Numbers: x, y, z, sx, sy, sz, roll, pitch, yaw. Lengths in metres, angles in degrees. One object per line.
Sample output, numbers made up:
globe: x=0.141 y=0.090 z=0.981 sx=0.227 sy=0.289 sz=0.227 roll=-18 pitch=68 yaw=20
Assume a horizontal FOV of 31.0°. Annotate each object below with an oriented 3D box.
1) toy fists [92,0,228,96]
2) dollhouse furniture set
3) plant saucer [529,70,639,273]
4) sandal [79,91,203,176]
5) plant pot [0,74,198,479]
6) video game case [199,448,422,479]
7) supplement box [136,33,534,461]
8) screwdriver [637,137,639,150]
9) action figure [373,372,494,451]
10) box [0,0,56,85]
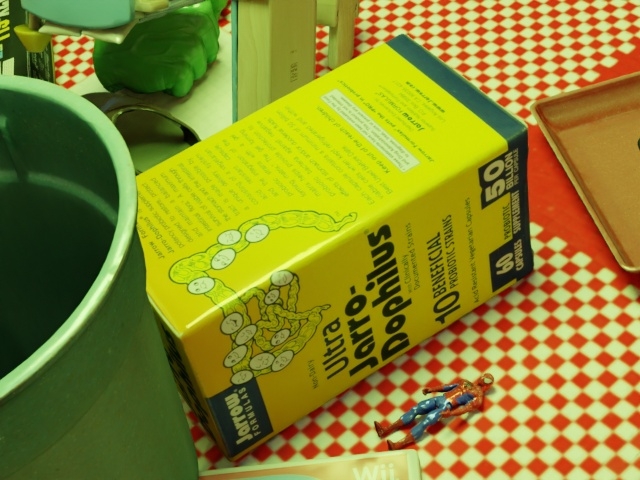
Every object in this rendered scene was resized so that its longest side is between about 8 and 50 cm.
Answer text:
toy fists: x=-0.186 y=-0.288 z=1.453 sx=0.142 sy=0.096 sz=0.279 roll=-8 pitch=48 yaw=16
dollhouse furniture set: x=-0.148 y=-0.217 z=1.305 sx=0.303 sy=0.198 sz=0.286 roll=11 pitch=22 yaw=21
plant saucer: x=0.376 y=-0.079 z=1.161 sx=0.259 sy=0.047 sz=0.258 roll=-16 pitch=46 yaw=-3
sandal: x=-0.187 y=-0.106 z=1.282 sx=0.120 sy=0.086 sz=0.303 roll=-39 pitch=49 yaw=-23
plant pot: x=-0.251 y=0.114 z=0.857 sx=0.341 sy=0.334 sz=0.341 roll=-8 pitch=46 yaw=8
video game case: x=-0.012 y=0.301 z=0.911 sx=0.204 sy=0.025 sz=0.285 roll=-7 pitch=46 yaw=6
supplement box: x=0.000 y=0.000 z=1.071 sx=0.356 sy=0.194 sz=0.195 roll=-31 pitch=48 yaw=-15
screwdriver: x=0.340 y=-0.042 z=1.086 sx=0.024 sy=0.025 sz=0.170 roll=-16 pitch=46 yaw=-2
action figure: x=0.105 y=0.148 z=1.026 sx=0.115 sy=0.030 sz=0.038 roll=-25 pitch=42 yaw=-14
box: x=-0.457 y=-0.208 z=1.419 sx=0.257 sy=0.079 sz=0.322 roll=-22 pitch=46 yaw=5
